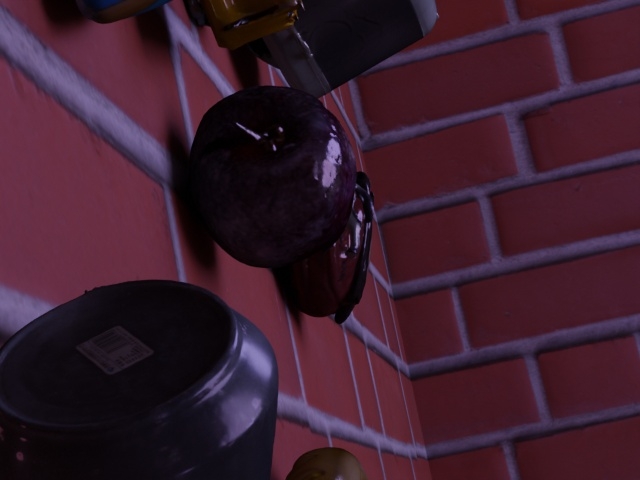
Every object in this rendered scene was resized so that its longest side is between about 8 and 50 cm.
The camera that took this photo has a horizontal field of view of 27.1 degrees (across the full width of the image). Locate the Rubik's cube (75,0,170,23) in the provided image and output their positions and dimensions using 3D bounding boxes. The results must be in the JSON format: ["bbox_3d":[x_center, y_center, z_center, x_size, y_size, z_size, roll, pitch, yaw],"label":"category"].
[{"bbox_3d":[-0.117,-0.264,1.100,0.254,0.254,0.254,-13,90,-83],"label":"Rubik's cube"}]

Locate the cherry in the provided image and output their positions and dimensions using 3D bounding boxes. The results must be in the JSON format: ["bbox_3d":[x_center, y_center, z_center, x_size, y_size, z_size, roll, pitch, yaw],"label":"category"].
[{"bbox_3d":[-0.053,-0.063,1.393,0.195,0.195,0.195,-13,90,-83],"label":"cherry"}]

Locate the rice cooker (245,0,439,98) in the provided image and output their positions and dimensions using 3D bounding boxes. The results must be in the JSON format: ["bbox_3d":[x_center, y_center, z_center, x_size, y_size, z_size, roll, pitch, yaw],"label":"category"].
[{"bbox_3d":[0.003,-0.365,1.944,0.288,0.277,0.288,59,5,-8],"label":"rice cooker"}]

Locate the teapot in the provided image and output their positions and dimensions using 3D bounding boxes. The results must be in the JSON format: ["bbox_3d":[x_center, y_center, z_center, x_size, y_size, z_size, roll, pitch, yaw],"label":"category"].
[{"bbox_3d":[-0.103,0.148,0.774,0.203,0.171,0.225,36,-38,52],"label":"teapot"}]

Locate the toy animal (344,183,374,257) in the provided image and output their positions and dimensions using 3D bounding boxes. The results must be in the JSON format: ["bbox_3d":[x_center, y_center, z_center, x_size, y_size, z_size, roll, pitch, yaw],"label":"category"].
[{"bbox_3d":[-0.027,-0.083,1.752,0.073,0.217,0.176,111,-2,-52],"label":"toy animal"}]

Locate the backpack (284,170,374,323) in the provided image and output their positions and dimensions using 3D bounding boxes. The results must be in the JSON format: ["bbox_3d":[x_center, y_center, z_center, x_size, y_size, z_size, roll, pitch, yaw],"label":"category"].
[{"bbox_3d":[0.003,0.000,1.870,0.229,0.139,0.229,6,90,-83],"label":"backpack"}]

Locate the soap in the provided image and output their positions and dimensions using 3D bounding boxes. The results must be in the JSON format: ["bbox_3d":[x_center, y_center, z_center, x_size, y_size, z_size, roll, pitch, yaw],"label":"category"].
[{"bbox_3d":[-0.123,-0.363,1.397,0.204,0.096,0.324,-145,-148,-87],"label":"soap"}]

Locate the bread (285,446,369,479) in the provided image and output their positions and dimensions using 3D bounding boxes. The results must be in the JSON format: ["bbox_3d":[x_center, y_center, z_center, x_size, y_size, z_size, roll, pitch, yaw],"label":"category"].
[{"bbox_3d":[0.010,0.331,1.431,0.213,0.105,0.213,-11,90,-80],"label":"bread"}]

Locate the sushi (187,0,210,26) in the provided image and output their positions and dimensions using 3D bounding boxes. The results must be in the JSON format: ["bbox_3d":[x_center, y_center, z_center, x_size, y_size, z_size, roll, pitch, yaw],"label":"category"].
[{"bbox_3d":[-0.121,-0.370,1.630,0.136,0.126,0.225,-85,155,-62],"label":"sushi"}]
